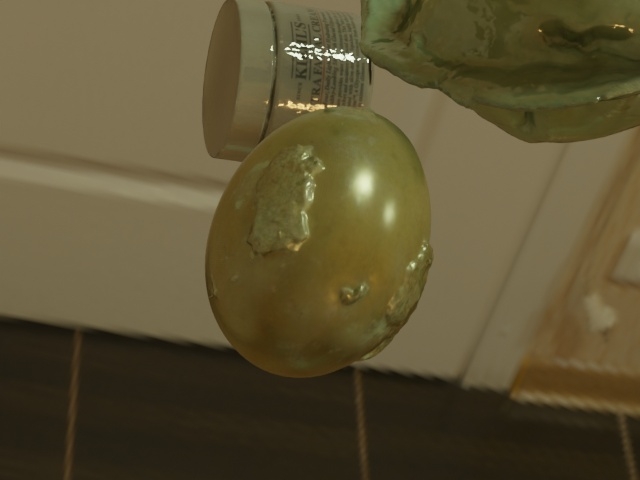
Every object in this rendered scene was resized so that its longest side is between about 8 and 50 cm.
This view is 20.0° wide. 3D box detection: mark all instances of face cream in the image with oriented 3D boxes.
[{"bbox_3d":[-0.035,-0.167,1.954,0.153,0.177,0.177,4,43,-15],"label":"face cream"}]

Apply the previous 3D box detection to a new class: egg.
[{"bbox_3d":[0.002,0.001,1.299,0.164,0.164,0.201,20,82,2],"label":"egg"}]

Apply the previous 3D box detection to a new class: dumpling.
[{"bbox_3d":[0.203,-0.188,1.545,0.270,0.321,0.211,2,72,-57],"label":"dumpling"}]
